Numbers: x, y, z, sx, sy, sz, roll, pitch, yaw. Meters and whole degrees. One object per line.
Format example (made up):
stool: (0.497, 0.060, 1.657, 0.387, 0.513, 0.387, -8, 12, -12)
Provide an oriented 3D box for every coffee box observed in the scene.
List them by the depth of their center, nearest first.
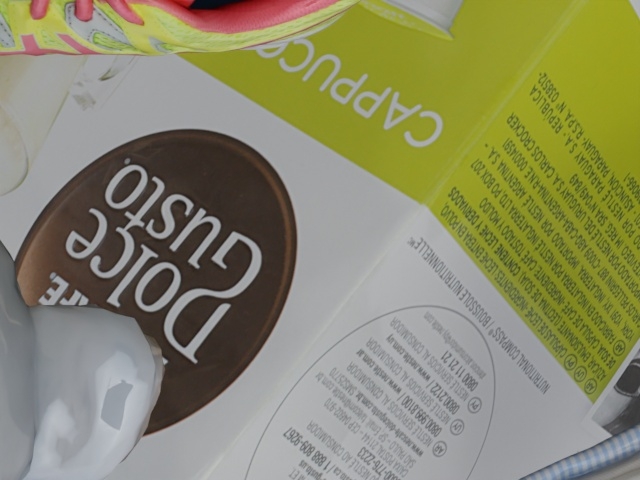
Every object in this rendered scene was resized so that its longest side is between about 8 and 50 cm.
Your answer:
coffee box: (0.000, 0.000, 0.929, 0.337, 0.334, 0.338, 33, 172, 40)

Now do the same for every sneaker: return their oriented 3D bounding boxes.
sneaker: (-0.071, -0.088, 0.534, 0.208, 0.082, 0.094, -7, -172, -23)

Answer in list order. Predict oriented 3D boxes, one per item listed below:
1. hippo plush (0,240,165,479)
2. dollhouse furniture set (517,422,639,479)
hippo plush: (-0.119, -0.046, 0.376, 0.237, 0.234, 0.294, 58, 166, -16)
dollhouse furniture set: (0.130, 0.039, 0.683, 0.286, 0.303, 0.198, 82, 162, -49)
